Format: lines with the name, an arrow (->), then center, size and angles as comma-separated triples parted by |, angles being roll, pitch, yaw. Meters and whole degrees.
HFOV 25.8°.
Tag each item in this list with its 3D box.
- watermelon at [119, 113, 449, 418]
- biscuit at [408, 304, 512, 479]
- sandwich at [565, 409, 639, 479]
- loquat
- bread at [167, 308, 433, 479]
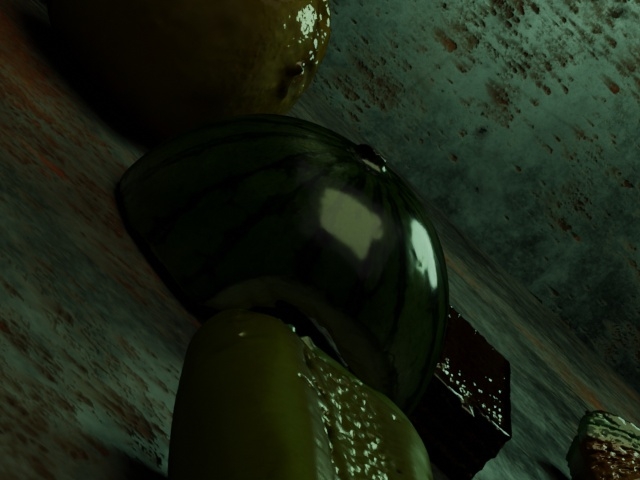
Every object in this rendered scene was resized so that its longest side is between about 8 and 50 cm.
watermelon -> 0.000, 0.000, 1.231 | 0.331, 0.189, 0.331 | 48, 11, -13
biscuit -> 0.142, 0.153, 1.478 | 0.107, 0.073, 0.388 | 43, 9, 1
sandwich -> 0.378, 0.313, 1.715 | 0.185, 0.109, 0.160 | 31, 39, 6
loquat -> -0.133, -0.235, 1.447 | 0.284, 0.276, 0.276 | 45, 9, 19
bread -> -0.006, 0.166, 0.678 | 0.166, 0.112, 0.383 | 39, 12, -18
